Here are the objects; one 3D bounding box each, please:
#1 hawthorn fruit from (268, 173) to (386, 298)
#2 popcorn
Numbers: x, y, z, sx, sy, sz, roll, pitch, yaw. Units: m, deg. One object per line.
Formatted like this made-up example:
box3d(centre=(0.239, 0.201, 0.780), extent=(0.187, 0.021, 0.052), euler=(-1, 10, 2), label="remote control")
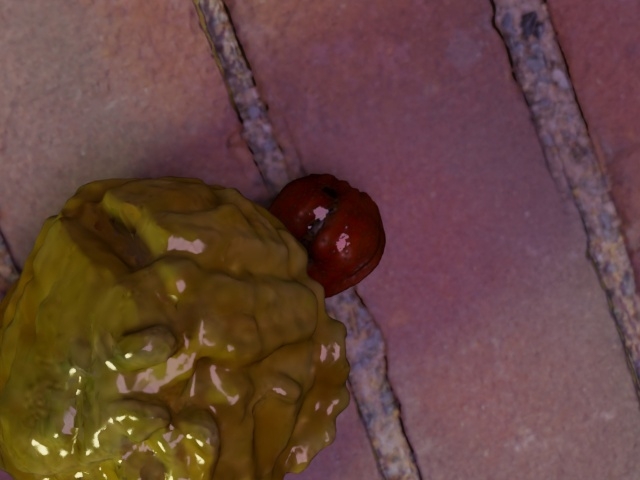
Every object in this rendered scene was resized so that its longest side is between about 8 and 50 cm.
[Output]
box3d(centre=(0.000, 0.000, 1.198), extent=(0.093, 0.093, 0.093), euler=(-2, 99, -13), label="hawthorn fruit")
box3d(centre=(-0.099, 0.080, 1.127), extent=(0.225, 0.249, 0.249), euler=(8, 97, -36), label="popcorn")
